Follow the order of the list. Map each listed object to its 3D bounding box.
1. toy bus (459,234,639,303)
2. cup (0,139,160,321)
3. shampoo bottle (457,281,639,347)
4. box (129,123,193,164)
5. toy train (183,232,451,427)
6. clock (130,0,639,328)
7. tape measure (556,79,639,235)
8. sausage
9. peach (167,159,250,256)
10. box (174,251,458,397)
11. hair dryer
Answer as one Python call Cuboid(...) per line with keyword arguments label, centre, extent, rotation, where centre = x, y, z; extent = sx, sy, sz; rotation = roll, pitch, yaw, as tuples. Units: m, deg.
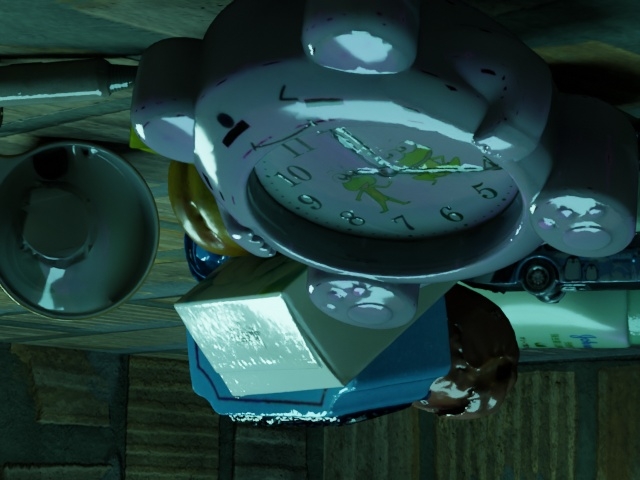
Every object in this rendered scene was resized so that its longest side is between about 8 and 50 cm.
Cuboid(label="toy bus", centre=(0.305, 0.000, 2.113), extent=(0.297, 0.131, 0.106), rotation=(-2, 172, 15))
Cuboid(label="cup", centre=(-0.301, -0.021, 2.005), extent=(0.226, 0.182, 0.264), rotation=(38, 166, -15))
Cuboid(label="shampoo bottle", centre=(0.346, 0.065, 2.469), extent=(0.350, 0.151, 0.222), rotation=(-2, 164, 13))
Cuboid(label="box", centre=(-0.026, -0.066, 1.630), extent=(0.279, 0.041, 0.153), rotation=(16, 173, -4))
Cuboid(label="toy train", centre=(-0.015, 0.072, 2.081), extent=(0.188, 0.265, 0.300), rotation=(-7, -179, -39))
Cuboid(label="clock", centre=(0.044, -0.070, 1.407), extent=(0.296, 0.113, 0.322), rotation=(-21, 139, 37))
Cuboid(label="tape measure", centre=(0.218, -0.072, 1.683), extent=(0.207, 0.115, 0.235), rotation=(4, 169, 44))
Cuboid(label="sausage", centre=(0.108, 0.110, 2.186), extent=(0.152, 0.152, 0.280), rotation=(8, -172, -41))
Cuboid(label="peach", centre=(-0.074, -0.051, 1.769), extent=(0.138, 0.138, 0.138), rotation=(1, 171, 0))
Cuboid(label="box", centre=(0.028, 0.020, 1.813), extent=(0.274, 0.116, 0.203), rotation=(-41, -165, -29))
Cuboid(label="hair dryer", centre=(-0.253, -0.129, 1.566), extent=(0.220, 0.053, 0.195), rotation=(-3, 170, 20))
